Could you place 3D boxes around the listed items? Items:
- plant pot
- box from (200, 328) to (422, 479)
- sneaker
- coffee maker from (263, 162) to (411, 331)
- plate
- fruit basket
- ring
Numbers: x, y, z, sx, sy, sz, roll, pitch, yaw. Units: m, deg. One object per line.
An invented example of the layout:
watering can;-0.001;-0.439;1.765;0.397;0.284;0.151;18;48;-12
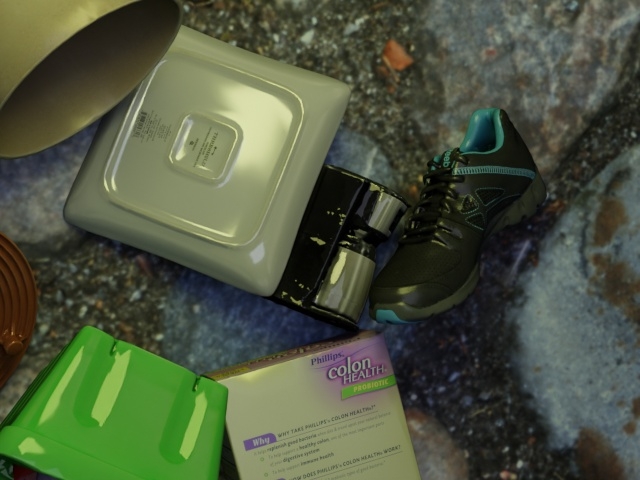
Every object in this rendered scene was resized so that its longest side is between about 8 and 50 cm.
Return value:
plant pot;-0.330;-0.272;1.488;0.256;0.256;0.274;-38;80;-13
box;-0.007;0.252;1.679;0.214;0.117;0.243;-15;93;-14
sneaker;0.147;-0.029;1.673;0.341;0.125;0.139;-48;126;-40
coffee maker;0.000;0.000;1.689;0.171;0.120;0.178;23;82;-12
plate;-0.137;-0.107;1.652;0.278;0.045;0.277;20;84;7
fruit basket;-0.255;0.316;1.485;0.283;0.392;0.392;26;82;-12
ring;-0.461;0.112;1.500;0.337;0.032;0.336;-21;134;-23
